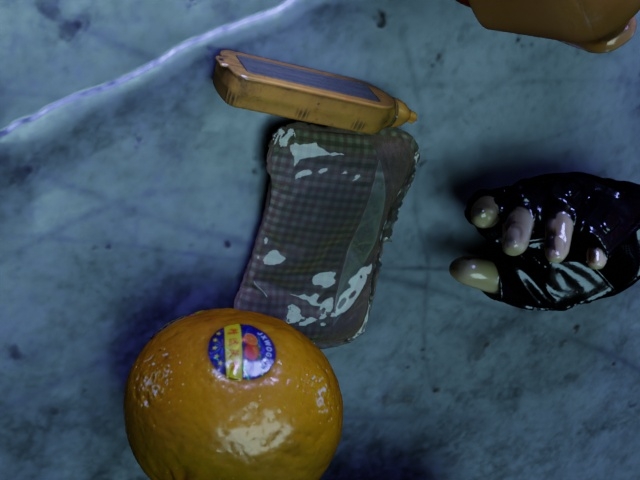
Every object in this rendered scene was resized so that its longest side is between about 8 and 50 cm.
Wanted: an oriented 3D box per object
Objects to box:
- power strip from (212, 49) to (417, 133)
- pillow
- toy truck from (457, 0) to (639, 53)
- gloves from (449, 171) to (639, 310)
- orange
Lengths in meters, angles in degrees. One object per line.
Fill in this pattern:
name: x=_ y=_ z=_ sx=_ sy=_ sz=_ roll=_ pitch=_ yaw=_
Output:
power strip: x=-0.002 y=-0.110 z=0.871 sx=0.178 sy=0.049 sz=0.028 roll=8 pitch=118 yaw=-28
pillow: x=0.002 y=0.001 z=0.945 sx=0.135 sy=0.034 sz=0.211 roll=0 pitch=118 yaw=-26
toy truck: x=0.184 y=-0.245 z=0.766 sx=0.265 sy=0.239 sz=0.189 roll=-35 pitch=126 yaw=-5
gloves: x=0.198 y=-0.005 z=0.973 sx=0.164 sy=0.124 sz=0.203 roll=-39 pitch=137 yaw=22
orange: x=-0.070 y=0.138 z=0.905 sx=0.177 sy=0.155 sz=0.177 roll=-5 pitch=141 yaw=-4
